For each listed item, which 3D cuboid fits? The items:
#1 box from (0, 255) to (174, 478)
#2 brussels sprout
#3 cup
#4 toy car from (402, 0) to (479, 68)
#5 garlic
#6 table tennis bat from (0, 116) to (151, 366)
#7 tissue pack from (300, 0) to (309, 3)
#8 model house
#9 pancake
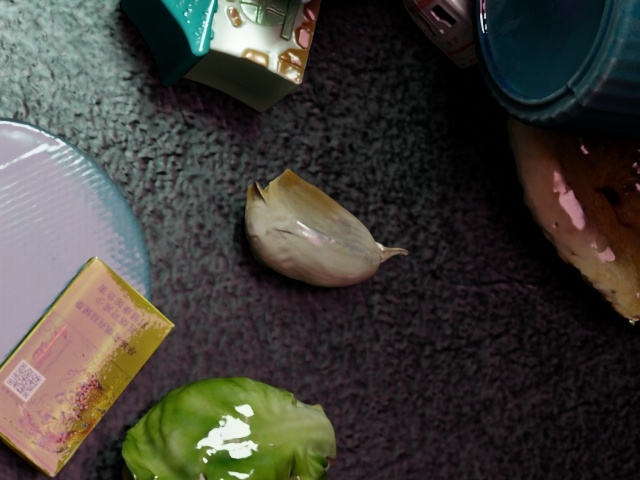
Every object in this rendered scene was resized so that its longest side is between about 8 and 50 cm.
[{"bbox_3d":[-0.193,0.097,1.356,0.089,0.022,0.156,40,70,-12],"label":"box"},{"bbox_3d":[-0.068,0.169,1.386,0.181,0.100,0.139,-19,73,-18],"label":"brussels sprout"},{"bbox_3d":[0.300,-0.224,1.440,0.292,0.242,0.308,1,91,-27],"label":"cup"},{"bbox_3d":[0.167,-0.255,1.559,0.108,0.089,0.210,43,69,-9],"label":"toy car"},{"bbox_3d":[0.002,-0.001,1.457,0.152,0.066,0.084,32,68,-10],"label":"garlic"},{"bbox_3d":[-0.259,-0.016,1.376,0.215,0.044,0.329,-27,92,-22],"label":"table tennis bat"},{"bbox_3d":[0.017,-0.442,1.354,0.205,0.332,0.405,-18,73,-47],"label":"tissue pack"},{"bbox_3d":[-0.084,-0.191,1.446,0.149,0.100,0.127,17,73,-15],"label":"model house"},{"bbox_3d":[0.322,-0.077,1.598,0.356,0.065,0.356,6,77,-24],"label":"pancake"}]
